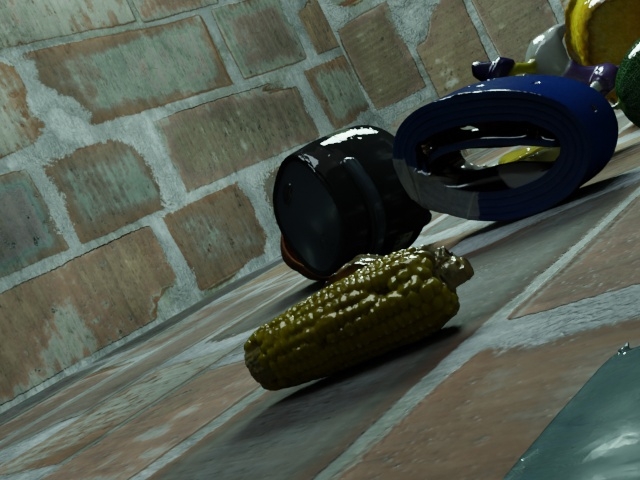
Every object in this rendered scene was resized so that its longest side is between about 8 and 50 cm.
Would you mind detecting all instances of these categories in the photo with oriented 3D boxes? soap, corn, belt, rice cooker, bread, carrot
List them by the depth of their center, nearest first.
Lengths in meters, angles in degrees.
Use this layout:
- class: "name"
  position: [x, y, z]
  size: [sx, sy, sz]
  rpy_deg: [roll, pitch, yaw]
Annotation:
- class: "corn"
  position: [0.037, 0.082, 0.911]
  size: [0.262, 0.097, 0.097]
  rpy_deg: [-27, 3, 17]
- class: "carrot"
  position: [0.070, 0.063, 1.088]
  size: [0.102, 0.101, 0.263]
  rpy_deg: [-26, -2, 12]
- class: "belt"
  position: [0.284, -0.145, 1.382]
  size: [0.347, 0.212, 0.117]
  rpy_deg: [-3, 20, 42]
- class: "rice cooker"
  position: [0.062, -0.068, 1.580]
  size: [0.225, 0.267, 0.267]
  rpy_deg: [-19, -1, -32]
- class: "soap"
  position: [0.403, -0.140, 1.617]
  size: [0.135, 0.076, 0.233]
  rpy_deg: [-28, 5, -14]
- class: "bread"
  position: [0.670, -0.422, 1.743]
  size: [0.358, 0.336, 0.204]
  rpy_deg: [-34, 8, 28]

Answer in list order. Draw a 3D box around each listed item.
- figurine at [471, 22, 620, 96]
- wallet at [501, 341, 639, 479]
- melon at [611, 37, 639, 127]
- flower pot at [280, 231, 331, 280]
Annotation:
- class: "figurine"
  position: [0.482, -0.295, 1.587]
  size: [0.421, 0.193, 0.154]
  rpy_deg: [3, -8, 6]
- class: "wallet"
  position: [0.184, 0.075, 0.305]
  size: [0.251, 0.054, 0.290]
  rpy_deg: [-19, 2, 37]
- class: "melon"
  position: [0.558, -0.253, 1.289]
  size: [0.288, 0.182, 0.182]
  rpy_deg: [-25, 4, 15]
- class: "flower pot"
  position: [0.000, 0.000, 1.815]
  size: [0.191, 0.190, 0.173]
  rpy_deg: [-27, -8, -13]
